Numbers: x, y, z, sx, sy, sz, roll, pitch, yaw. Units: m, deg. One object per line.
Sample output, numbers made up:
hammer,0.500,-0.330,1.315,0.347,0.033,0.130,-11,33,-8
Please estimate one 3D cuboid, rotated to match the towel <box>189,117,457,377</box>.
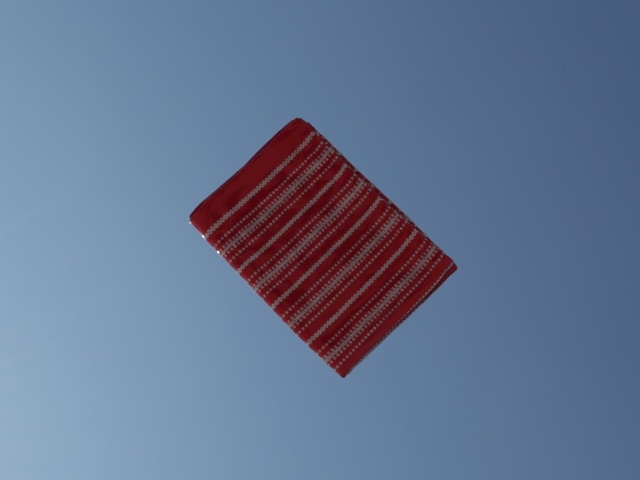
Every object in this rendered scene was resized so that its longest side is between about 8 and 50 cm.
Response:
towel,0.000,0.000,1.047,0.199,0.031,0.275,-42,-104,-12
